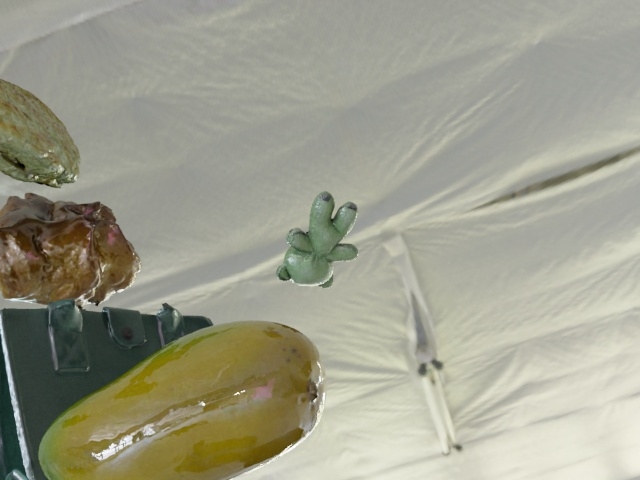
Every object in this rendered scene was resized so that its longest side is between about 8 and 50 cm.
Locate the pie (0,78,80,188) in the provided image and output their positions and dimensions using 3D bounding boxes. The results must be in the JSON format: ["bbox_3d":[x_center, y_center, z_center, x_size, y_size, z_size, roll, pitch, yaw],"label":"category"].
[{"bbox_3d":[-0.407,-0.142,0.996,0.090,0.201,0.248,-43,-18,6],"label":"pie"}]

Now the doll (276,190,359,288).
[{"bbox_3d":[0.000,0.000,1.117,0.115,0.078,0.150,17,-63,-25],"label":"doll"}]

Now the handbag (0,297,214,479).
[{"bbox_3d":[-0.236,0.194,0.916,0.089,0.239,0.326,-28,-22,32],"label":"handbag"}]

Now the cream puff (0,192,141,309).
[{"bbox_3d":[-0.416,0.019,1.212,0.268,0.241,0.155,3,-68,1],"label":"cream puff"}]

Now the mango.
[{"bbox_3d":[-0.116,0.144,0.645,0.250,0.156,0.114,-17,-62,-10],"label":"mango"}]
